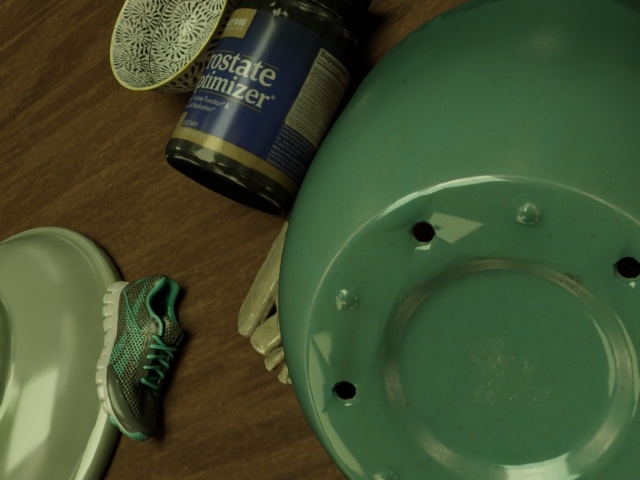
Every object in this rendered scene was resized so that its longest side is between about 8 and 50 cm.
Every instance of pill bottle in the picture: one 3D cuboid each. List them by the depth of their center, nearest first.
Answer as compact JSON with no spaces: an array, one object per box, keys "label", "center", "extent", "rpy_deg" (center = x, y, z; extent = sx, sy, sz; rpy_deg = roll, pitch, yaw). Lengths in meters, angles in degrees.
[{"label":"pill bottle","center":[-0.039,-0.144,0.964],"extent":[0.122,0.122,0.219],"rpy_deg":[17,79,45]}]

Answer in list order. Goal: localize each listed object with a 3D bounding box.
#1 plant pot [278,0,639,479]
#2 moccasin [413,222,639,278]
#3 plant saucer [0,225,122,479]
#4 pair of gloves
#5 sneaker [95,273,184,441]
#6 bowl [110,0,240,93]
[{"label":"plant pot","center":[0.111,0.026,0.568],"extent":[0.293,0.293,0.235],"rpy_deg":[-36,5,23]},{"label":"moccasin","center":[0.196,-0.065,0.719],"extent":[0.380,0.139,0.147],"rpy_deg":[-29,43,16]},{"label":"plant saucer","center":[-0.364,0.160,1.118],"extent":[0.400,0.100,0.401],"rpy_deg":[-20,57,34]},{"label":"pair of gloves","center":[0.000,0.000,0.847],"extent":[0.204,0.042,0.240],"rpy_deg":[-63,10,2]},{"label":"sneaker","center":[-0.160,0.100,0.995],"extent":[0.076,0.065,0.167],"rpy_deg":[-25,56,26]},{"label":"bowl","center":[-0.130,-0.213,1.111],"extent":[0.170,0.080,0.170],"rpy_deg":[-20,57,34]}]
